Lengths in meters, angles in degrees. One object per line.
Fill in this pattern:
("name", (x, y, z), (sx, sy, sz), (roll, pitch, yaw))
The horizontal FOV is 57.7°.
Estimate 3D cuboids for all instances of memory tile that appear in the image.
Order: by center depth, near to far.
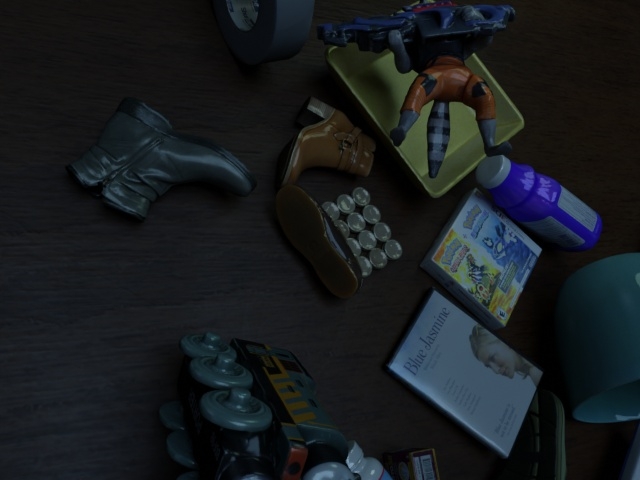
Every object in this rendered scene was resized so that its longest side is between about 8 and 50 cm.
("memory tile", (0.070, -0.015, 1.014), (0.113, 0.012, 0.148), (-28, 86, -31))

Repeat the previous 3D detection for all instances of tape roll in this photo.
("tape roll", (-0.101, -0.407, 0.957), (0.072, 0.219, 0.219), (-21, 81, -30))

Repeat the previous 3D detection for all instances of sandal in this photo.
("sandal", (0.353, 0.391, 0.945), (0.086, 0.120, 0.303), (48, 53, -28))

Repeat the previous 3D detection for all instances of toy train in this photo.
("toy train", (-0.078, 0.212, 0.691), (0.190, 0.334, 0.142), (15, 95, -22))

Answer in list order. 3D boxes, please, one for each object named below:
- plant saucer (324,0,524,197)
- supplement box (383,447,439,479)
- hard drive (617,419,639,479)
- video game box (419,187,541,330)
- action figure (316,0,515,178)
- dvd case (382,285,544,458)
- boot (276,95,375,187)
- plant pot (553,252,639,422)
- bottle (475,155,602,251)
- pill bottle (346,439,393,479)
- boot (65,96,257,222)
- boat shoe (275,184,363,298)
("plant saucer", (0.198, -0.275, 1.135), (0.332, 0.081, 0.333), (-37, 90, -31))
("supplement box", (0.135, 0.342, 0.870), (0.043, 0.083, 0.055), (-1, 72, -26))
("hard drive", (0.578, 0.505, 0.995), (0.210, 0.040, 0.319), (46, 57, -7))
("video game box", (0.307, 0.031, 1.093), (0.187, 0.048, 0.205), (40, 59, -5))
("action figure", (0.165, -0.293, 1.023), (0.341, 0.179, 0.330), (0, 62, 3))
("dvd case", (0.249, 0.219, 0.987), (0.253, 0.022, 0.180), (37, 61, 0))
("boot", (0.016, -0.144, 1.004), (0.152, 0.073, 0.197), (30, 64, -18))
("plant pot", (0.557, 0.166, 1.037), (0.292, 0.293, 0.235), (8, 53, -23))
("bottle", (0.416, -0.072, 1.118), (0.282, 0.118, 0.092), (29, 77, -26))
("pill bottle", (0.071, 0.370, 0.827), (0.087, 0.087, 0.160), (-37, 90, -31))
("boot", (-0.233, -0.088, 0.867), (0.246, 0.083, 0.161), (29, 68, -7))
("boat shoe", (0.000, 0.000, 0.948), (0.207, 0.073, 0.073), (60, 21, 1))
